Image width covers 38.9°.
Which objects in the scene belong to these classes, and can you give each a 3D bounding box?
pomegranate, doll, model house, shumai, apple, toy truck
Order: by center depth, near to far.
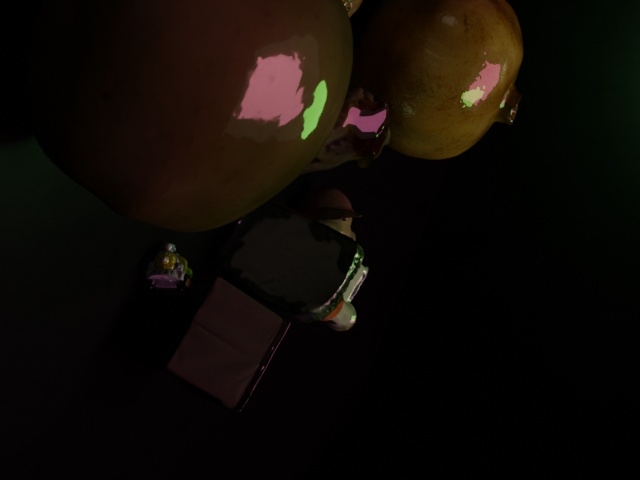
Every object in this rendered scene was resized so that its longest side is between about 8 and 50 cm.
[{"bbox_3d":[-0.143,-0.183,0.984,0.357,0.357,0.357,-57,163,-27],"label":"apple"},{"bbox_3d":[-0.053,-0.163,1.419,0.217,0.283,0.346,-65,167,-5],"label":"shumai"},{"bbox_3d":[-0.249,0.051,1.517,0.111,0.076,0.076,83,11,-68],"label":"toy truck"},{"bbox_3d":[-0.021,0.079,1.828,0.190,0.272,0.301,-61,151,-8],"label":"model house"},{"bbox_3d":[0.260,-0.372,1.956,0.416,0.417,0.416,-57,163,-27],"label":"pomegranate"},{"bbox_3d":[0.002,0.001,2.056,0.152,0.196,0.255,28,72,-46],"label":"doll"}]

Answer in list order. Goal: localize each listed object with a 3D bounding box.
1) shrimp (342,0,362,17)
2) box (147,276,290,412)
[{"bbox_3d":[0.024,-0.446,1.669,0.267,0.061,0.145,-48,167,-54],"label":"shrimp"},{"bbox_3d":[-0.188,0.179,1.592,0.188,0.153,0.252,-60,-168,-11],"label":"box"}]
